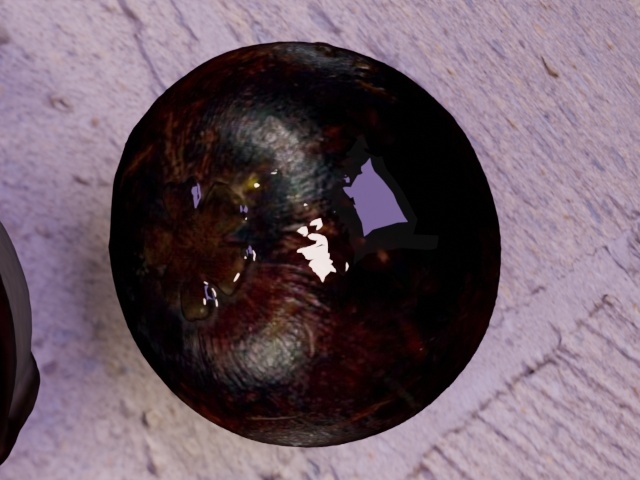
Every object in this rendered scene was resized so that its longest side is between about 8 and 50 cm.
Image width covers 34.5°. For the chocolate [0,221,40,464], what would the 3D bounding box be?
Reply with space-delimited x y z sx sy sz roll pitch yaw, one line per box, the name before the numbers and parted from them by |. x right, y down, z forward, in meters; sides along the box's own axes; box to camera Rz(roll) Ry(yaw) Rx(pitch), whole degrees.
chocolate | -0.286 0.046 0.542 0.283 0.283 0.186 42 4 -12

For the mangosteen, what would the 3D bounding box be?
mangosteen | -0.007 0.000 0.808 0.330 0.330 0.330 25 46 -29
